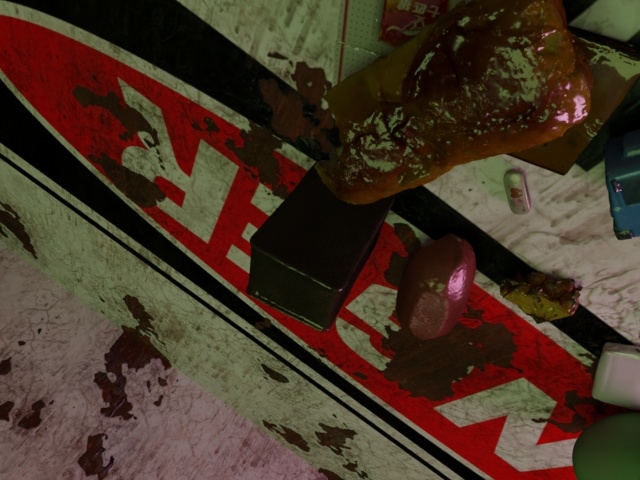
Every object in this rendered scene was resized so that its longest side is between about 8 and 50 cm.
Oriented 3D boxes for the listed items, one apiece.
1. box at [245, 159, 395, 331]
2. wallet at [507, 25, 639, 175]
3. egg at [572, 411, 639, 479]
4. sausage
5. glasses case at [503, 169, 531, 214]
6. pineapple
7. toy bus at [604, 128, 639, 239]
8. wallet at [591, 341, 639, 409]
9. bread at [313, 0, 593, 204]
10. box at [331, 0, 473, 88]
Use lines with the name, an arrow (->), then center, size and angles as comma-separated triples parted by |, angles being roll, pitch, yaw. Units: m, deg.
box -> 0.000, 0.001, 0.847 | 0.184, 0.273, 0.143 | 26, 141, 11
wallet -> 0.311, -0.192, 0.617 | 0.160, 0.042, 0.196 | 28, 143, 16
egg -> 0.649, 0.460, 0.897 | 0.220, 0.220, 0.269 | 40, 144, -7
sausage -> 0.226, 0.102, 0.904 | 0.148, 0.148, 0.255 | 20, 141, 18
glasses case -> 0.323, -0.078, 0.737 | 0.032, 0.021, 0.083 | -4, 128, 36
pineapple -> 0.408, 0.106, 0.841 | 0.137, 0.069, 0.116 | 15, 143, 37
toy bus -> 0.475, -0.092, 0.543 | 0.233, 0.116, 0.134 | -15, 120, 41
wallet -> 0.599, 0.270, 0.887 | 0.095, 0.033, 0.190 | 8, 135, 27
bread -> 0.124, -0.165, 0.578 | 0.380, 0.109, 0.185 | -17, 120, 47
box -> 0.136, -0.312, 0.575 | 0.210, 0.095, 0.331 | 23, 141, 15
